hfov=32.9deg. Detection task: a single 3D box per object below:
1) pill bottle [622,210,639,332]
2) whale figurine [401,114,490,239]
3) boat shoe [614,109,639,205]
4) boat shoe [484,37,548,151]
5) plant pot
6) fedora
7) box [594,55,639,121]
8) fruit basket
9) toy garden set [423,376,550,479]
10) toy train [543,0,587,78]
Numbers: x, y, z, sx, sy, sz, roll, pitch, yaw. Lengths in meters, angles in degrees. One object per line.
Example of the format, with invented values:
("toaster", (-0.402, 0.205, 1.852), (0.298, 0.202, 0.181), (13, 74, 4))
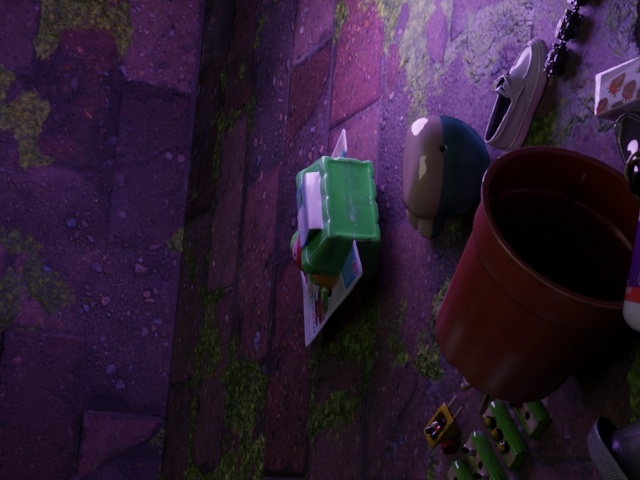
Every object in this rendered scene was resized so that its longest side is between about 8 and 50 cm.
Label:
("pill bottle", (0.450, -0.043, 1.201), (0.181, 0.181, 0.323), (9, 89, 66))
("whale figurine", (0.209, -0.104, 1.855), (0.272, 0.141, 0.216), (95, 177, -70))
("boat shoe", (0.427, -0.081, 1.369), (0.081, 0.068, 0.228), (-60, 39, 42))
("boat shoe", (0.308, -0.234, 1.728), (0.066, 0.063, 0.184), (51, 127, 59))
("plant pot", (0.292, 0.062, 1.445), (0.265, 0.272, 0.272), (113, 154, -45))
("fedora", (0.412, 0.274, 1.153), (0.124, 0.275, 0.244), (-41, 1, 14))
("box", (0.473, -0.218, 1.361), (0.324, 0.067, 0.063), (160, 117, -64))
("fruit basket", (0.000, 0.000, 2.198), (0.353, 0.165, 0.327), (130, 142, -54))
("toy garden set", (0.242, 0.290, 1.689), (0.244, 0.049, 0.204), (-65, 28, 30))
("toy train", (0.376, -0.326, 1.659), (0.036, 0.027, 0.158), (-129, 54, -64))
